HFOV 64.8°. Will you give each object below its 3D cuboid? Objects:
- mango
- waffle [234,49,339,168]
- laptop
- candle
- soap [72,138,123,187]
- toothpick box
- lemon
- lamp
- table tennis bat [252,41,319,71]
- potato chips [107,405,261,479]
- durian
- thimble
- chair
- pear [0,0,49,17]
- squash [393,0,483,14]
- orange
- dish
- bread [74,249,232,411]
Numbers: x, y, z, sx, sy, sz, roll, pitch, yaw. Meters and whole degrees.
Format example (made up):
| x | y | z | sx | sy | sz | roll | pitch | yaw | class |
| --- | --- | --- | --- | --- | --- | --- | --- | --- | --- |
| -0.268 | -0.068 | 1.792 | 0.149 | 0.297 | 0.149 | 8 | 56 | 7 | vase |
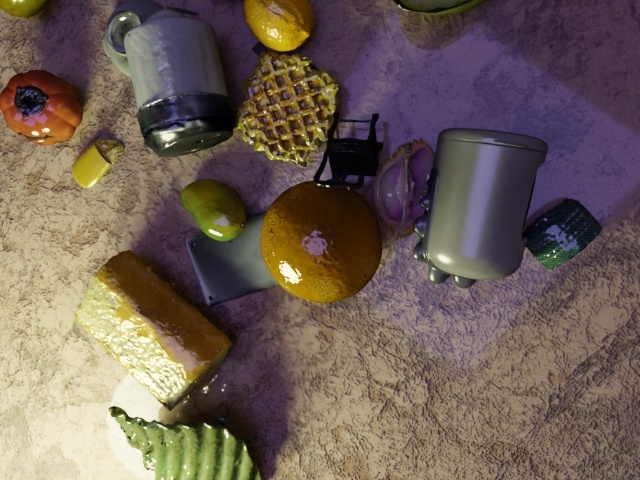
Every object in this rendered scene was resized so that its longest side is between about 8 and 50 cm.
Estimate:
| x | y | z | sx | sy | sz | roll | pitch | yaw | class |
| --- | --- | --- | --- | --- | --- | --- | --- | --- | --- |
| -0.260 | -0.083 | 1.236 | 0.122 | 0.085 | 0.191 | -45 | 76 | 13 | mango |
| -0.080 | -0.306 | 1.167 | 0.254 | 0.052 | 0.245 | 27 | 109 | 12 | waffle |
| -0.204 | 0.047 | 1.276 | 0.268 | 0.015 | 0.188 | -18 | 91 | 17 | laptop |
| -0.328 | -0.379 | 1.157 | 0.221 | 0.221 | 0.343 | -13 | 92 | 17 | candle |
| -0.601 | -0.214 | 1.350 | 0.168 | 0.033 | 0.089 | -43 | 86 | 15 | soap |
| 0.305 | -0.057 | 1.013 | 0.228 | 0.229 | 0.317 | 11 | 100 | 14 | toothpick box |
| -0.097 | -0.505 | 1.118 | 0.187 | 0.142 | 0.142 | 44 | 106 | 12 | lemon |
| -0.716 | -0.340 | 1.306 | 0.187 | 0.164 | 0.188 | 0 | 88 | -8 | lamp |
| -0.079 | -0.384 | 1.189 | 0.130 | 0.019 | 0.220 | -44 | 85 | 17 | table tennis bat |
| -0.353 | 0.550 | 1.284 | 0.372 | 0.097 | 0.390 | -5 | 125 | 18 | potato chips |
| 0.190 | -0.108 | 1.088 | 0.165 | 0.132 | 0.183 | -25 | 87 | 9 | durian |
| 0.484 | -0.015 | 1.020 | 0.135 | 0.118 | 0.090 | -42 | 86 | 18 | thimble |
| 0.060 | -0.162 | 1.062 | 0.106 | 0.113 | 0.229 | 5 | 55 | 16 | chair |
| -0.769 | -0.659 | 1.291 | 0.148 | 0.149 | 0.162 | 39 | 123 | 8 | pear |
| 0.251 | -0.533 | 1.012 | 0.236 | 0.155 | 0.204 | 25 | 104 | 13 | squash |
| 0.000 | 0.000 | 1.085 | 0.274 | 0.274 | 0.275 | 2 | 97 | 16 | orange |
| -0.463 | -0.494 | 1.255 | 0.224 | 0.078 | 0.246 | -7 | 95 | 15 | dish |
| -0.423 | 0.218 | 1.280 | 0.375 | 0.165 | 0.237 | 39 | 106 | 9 | bread |
